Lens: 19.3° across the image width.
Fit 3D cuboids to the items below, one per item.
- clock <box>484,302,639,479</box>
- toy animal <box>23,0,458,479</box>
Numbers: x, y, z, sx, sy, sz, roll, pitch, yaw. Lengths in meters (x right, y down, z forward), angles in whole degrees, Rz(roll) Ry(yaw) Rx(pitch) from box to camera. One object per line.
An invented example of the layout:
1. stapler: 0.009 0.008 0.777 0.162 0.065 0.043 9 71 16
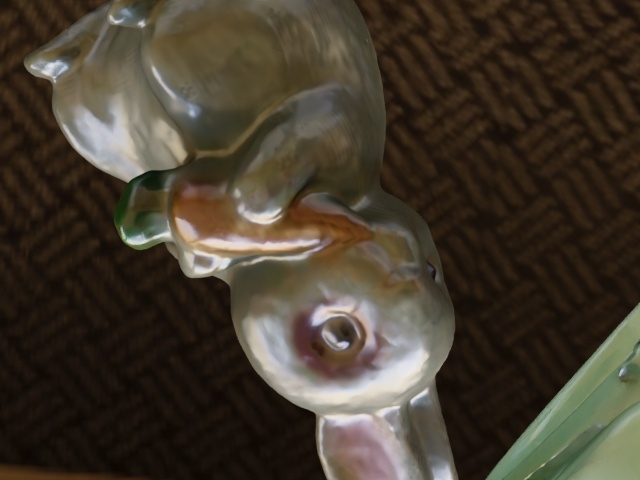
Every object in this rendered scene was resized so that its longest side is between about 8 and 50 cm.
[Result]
1. clock: 0.093 0.038 0.426 0.060 0.148 0.188 42 53 7
2. toy animal: 0.001 -0.006 0.694 0.236 0.108 0.138 50 59 -3
